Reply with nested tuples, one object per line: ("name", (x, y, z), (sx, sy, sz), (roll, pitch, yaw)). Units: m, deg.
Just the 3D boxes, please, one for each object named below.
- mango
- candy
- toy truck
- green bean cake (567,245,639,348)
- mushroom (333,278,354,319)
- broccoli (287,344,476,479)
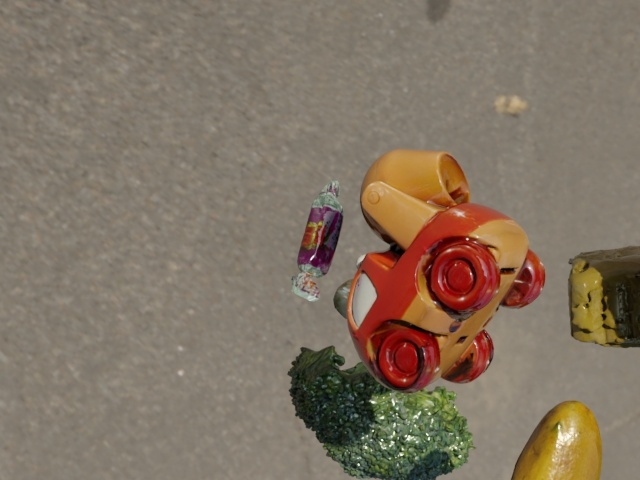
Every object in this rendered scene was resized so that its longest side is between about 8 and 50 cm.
("mango", (0.304, 0.315, 1.439), (0.147, 0.109, 0.227), (-9, 112, -45))
("candy", (0.000, 0.000, 1.452), (0.043, 0.045, 0.175), (48, 52, -55))
("toy truck", (0.117, 0.034, 1.324), (0.189, 0.239, 0.265), (2, 124, -56))
("green bean cake", (0.490, 0.077, 1.700), (0.230, 0.224, 0.131), (-31, 117, -69))
("mushroom", (0.122, 0.112, 1.857), (0.210, 0.094, 0.072), (11, 129, -4))
("broccoli", (0.101, 0.318, 2.092), (0.375, 0.302, 0.249), (22, 111, -12))
